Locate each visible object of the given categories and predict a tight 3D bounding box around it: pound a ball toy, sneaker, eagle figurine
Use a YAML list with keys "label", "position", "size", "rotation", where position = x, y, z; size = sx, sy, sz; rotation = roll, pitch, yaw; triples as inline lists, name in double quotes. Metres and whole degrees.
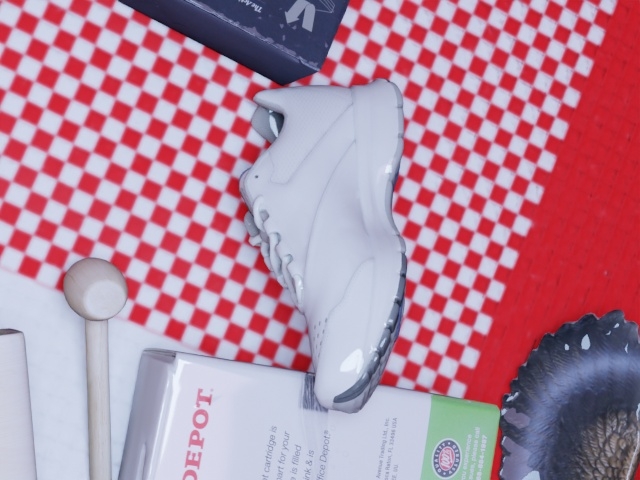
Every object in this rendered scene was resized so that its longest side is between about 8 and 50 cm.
- label: "pound a ball toy"
  position: [-0.228, 0.177, 0.983]
  size: [0.208, 0.136, 0.319]
  rotation: [-4, 91, -20]
- label: "sneaker"
  position: [0.000, 0.000, 1.053]
  size: [0.129, 0.111, 0.297]
  rotation: [4, 52, -6]
- label: "eagle figurine"
  position: [0.259, 0.244, 1.155]
  size: [0.226, 0.225, 0.298]
  rotation: [70, 28, -47]

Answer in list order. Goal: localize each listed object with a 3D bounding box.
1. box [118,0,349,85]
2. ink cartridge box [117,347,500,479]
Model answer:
- label: "box"
  position: [-0.052, -0.228, 1.073]
  size: [0.156, 0.093, 0.158]
  rotation: [26, 80, -18]
- label: "ink cartridge box"
  position: [-0.017, 0.201, 1.068]
  size: [0.273, 0.115, 0.198]
  rotation: [12, 85, -20]
